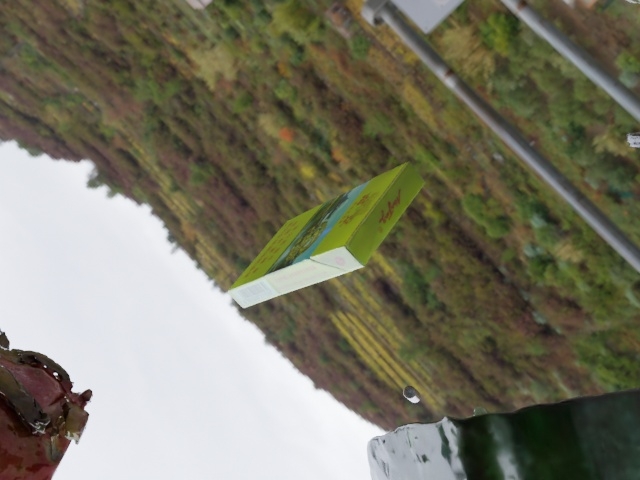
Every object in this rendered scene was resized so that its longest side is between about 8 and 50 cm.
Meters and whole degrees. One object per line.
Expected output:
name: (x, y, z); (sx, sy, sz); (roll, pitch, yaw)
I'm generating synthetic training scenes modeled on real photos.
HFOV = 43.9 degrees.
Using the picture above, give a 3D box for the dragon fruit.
dragon fruit: (-0.293, 0.188, 0.720); (0.147, 0.211, 0.282); (22, -152, -5)

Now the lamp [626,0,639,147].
lamp: (0.453, -0.249, 1.076); (0.203, 0.125, 0.283); (-4, -98, -45)

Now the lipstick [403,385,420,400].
lipstick: (0.130, 0.218, 1.125); (0.019, 0.019, 0.094); (47, 178, 19)

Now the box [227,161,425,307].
box: (0.000, 0.000, 1.211); (0.047, 0.187, 0.335); (49, 145, -14)

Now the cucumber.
cucumber: (0.137, 0.141, 0.435); (0.191, 0.191, 0.130); (23, -122, -80)
